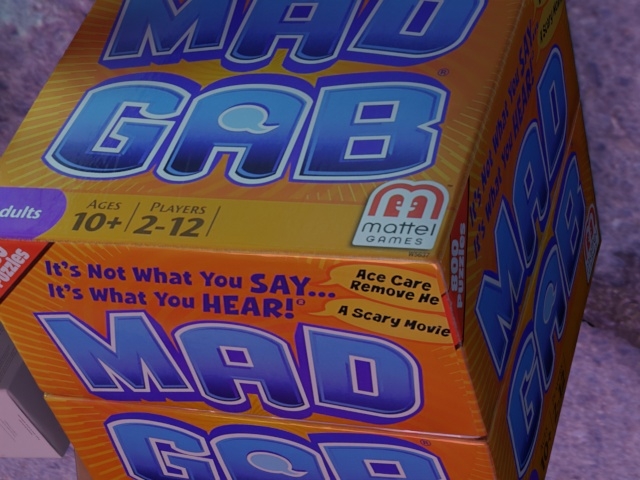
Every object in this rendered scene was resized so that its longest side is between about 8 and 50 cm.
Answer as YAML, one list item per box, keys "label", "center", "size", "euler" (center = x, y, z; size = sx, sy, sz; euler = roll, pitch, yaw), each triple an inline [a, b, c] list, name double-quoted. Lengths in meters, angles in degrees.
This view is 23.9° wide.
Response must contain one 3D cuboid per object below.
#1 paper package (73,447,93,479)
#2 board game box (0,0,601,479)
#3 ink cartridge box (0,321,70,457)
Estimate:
- label: "paper package"
  center: [-0.098, 0.166, 1.591]
  size: [0.310, 0.168, 0.324]
  euler: [14, 140, 7]
- label: "board game box"
  center: [0.000, 0.000, 1.200]
  size: [0.356, 0.356, 0.356]
  euler: [3, 138, 22]
- label: "ink cartridge box"
  center: [-0.371, 0.166, 1.749]
  size: [0.176, 0.128, 0.127]
  euler: [-4, 135, 30]
